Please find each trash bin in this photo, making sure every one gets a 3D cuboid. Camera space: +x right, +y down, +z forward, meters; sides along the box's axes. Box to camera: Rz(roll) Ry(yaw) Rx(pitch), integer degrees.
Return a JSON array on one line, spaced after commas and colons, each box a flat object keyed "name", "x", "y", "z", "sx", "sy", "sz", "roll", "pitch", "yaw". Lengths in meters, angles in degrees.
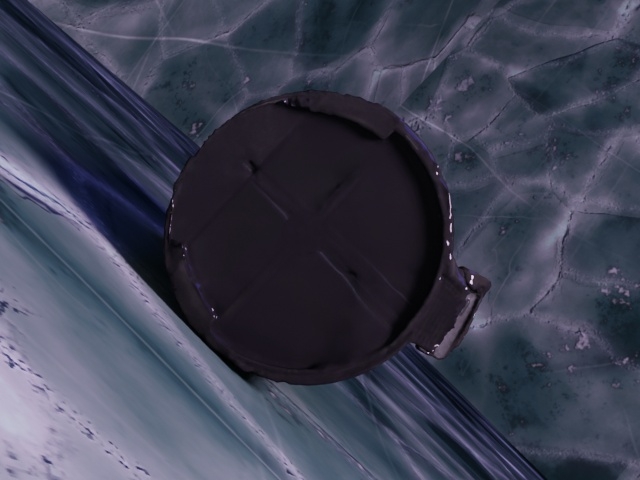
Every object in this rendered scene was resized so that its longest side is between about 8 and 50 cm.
[{"name": "trash bin", "x": 0.000, "y": 0.000, "z": 0.934, "sx": 0.252, "sy": 0.203, "sz": 0.301, "roll": 26, "pitch": 1, "yaw": 4}]
